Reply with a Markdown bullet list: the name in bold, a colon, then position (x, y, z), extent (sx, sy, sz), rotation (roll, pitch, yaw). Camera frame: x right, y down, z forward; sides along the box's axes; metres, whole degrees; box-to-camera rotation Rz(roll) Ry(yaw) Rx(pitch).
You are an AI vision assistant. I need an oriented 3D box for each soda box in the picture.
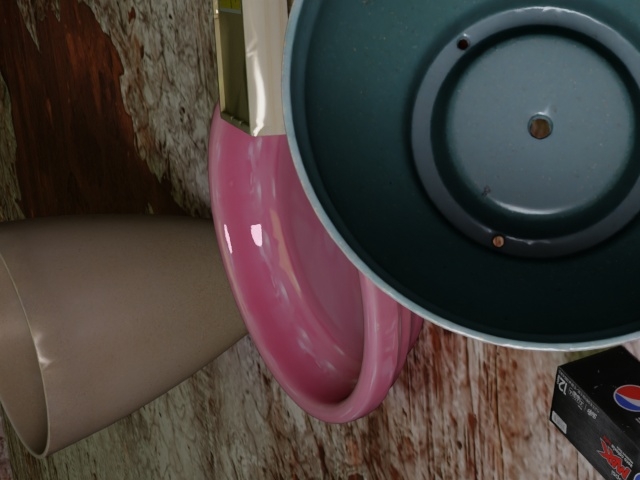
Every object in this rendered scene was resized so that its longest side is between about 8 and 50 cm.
- **soda box**: position (0.228, 0.145, 1.127), extent (0.169, 0.060, 0.053), rotation (49, 145, 45)

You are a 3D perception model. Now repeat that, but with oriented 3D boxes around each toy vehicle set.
- **toy vehicle set**: position (-0.062, -0.224, 1.342), extent (0.166, 0.035, 0.266), rotation (-140, 46, -74)

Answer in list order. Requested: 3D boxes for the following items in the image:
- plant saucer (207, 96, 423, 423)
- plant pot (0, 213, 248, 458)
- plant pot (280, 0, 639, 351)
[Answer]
- **plant saucer**: position (0.000, 0.000, 1.513), extent (0.332, 0.084, 0.332), rotation (45, 143, 49)
- **plant pot**: position (-0.213, 0.073, 1.793), extent (0.256, 0.274, 0.256), rotation (44, 142, 48)
- **plant pot**: position (0.132, -0.078, 0.974), extent (0.196, 0.293, 0.293), rotation (49, -158, -83)
